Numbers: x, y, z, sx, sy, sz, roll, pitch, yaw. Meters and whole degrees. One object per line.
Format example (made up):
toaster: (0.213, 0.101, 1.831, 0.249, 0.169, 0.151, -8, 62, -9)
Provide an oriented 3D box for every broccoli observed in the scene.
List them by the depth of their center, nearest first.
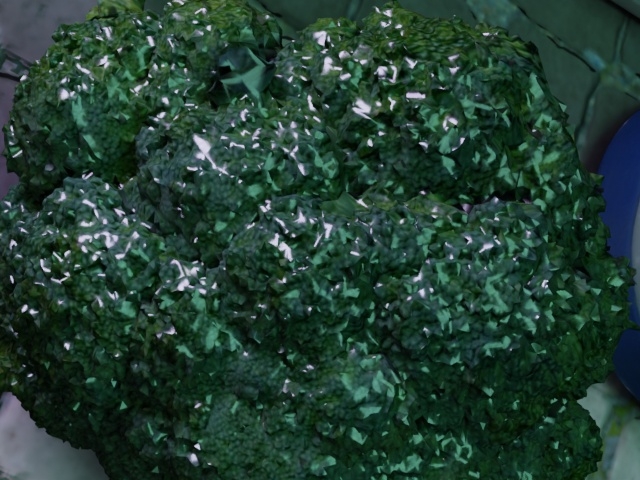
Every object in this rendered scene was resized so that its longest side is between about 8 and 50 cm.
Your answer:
broccoli: (0.000, 0.000, 0.558, 0.270, 0.270, 0.270, 45, 34, -21)

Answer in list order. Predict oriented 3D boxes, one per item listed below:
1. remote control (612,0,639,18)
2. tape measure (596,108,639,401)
remote control: (0.247, -0.156, 0.807, 0.277, 0.055, 0.103, 25, 74, -26)
tape measure: (0.233, 0.075, 0.756, 0.215, 0.098, 0.351, 24, 72, -30)
